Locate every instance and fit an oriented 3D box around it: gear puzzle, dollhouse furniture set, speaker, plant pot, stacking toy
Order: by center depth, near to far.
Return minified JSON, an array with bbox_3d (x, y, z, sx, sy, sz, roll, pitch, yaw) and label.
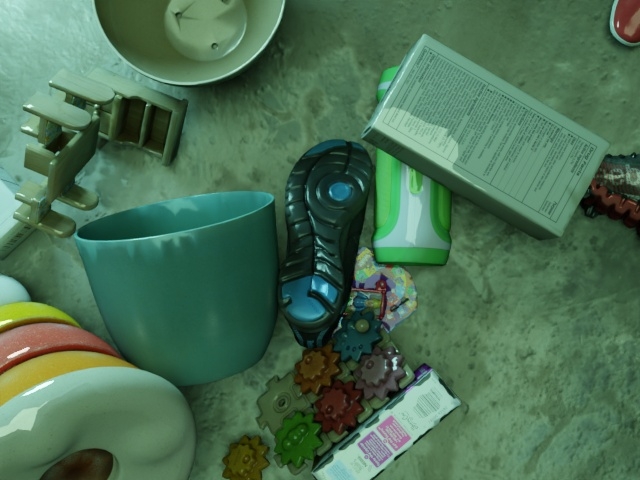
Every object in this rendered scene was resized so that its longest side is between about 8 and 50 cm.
[{"bbox_3d":[-0.422,0.210,1.572,0.350,0.350,0.480,-44,46,-1],"label":"stacking toy"},{"bbox_3d":[-0.191,0.074,1.607,0.293,0.293,0.235,-9,102,1],"label":"plant pot"},{"bbox_3d":[-0.324,-0.139,1.634,0.161,0.242,0.212,23,130,4],"label":"dollhouse furniture set"},{"bbox_3d":[-0.028,0.244,1.647,0.339,0.044,0.175,-41,46,9],"label":"gear puzzle"},{"bbox_3d":[-0.187,-0.359,1.671,0.284,0.191,0.284,0,87,2],"label":"plant pot"},{"bbox_3d":[0.143,-0.111,1.677,0.131,0.131,0.296,2,86,2],"label":"speaker"}]

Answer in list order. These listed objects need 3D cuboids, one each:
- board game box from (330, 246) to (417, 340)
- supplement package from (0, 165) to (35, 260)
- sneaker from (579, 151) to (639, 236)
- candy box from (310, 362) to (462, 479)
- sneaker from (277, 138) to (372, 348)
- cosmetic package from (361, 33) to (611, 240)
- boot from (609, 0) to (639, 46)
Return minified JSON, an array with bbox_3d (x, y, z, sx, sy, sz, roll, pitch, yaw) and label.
[{"bbox_3d":[0.067,0.092,1.714,0.169,0.033,0.133,-39,86,-1],"label":"board game box"},{"bbox_3d":[-0.532,-0.069,1.707,0.105,0.105,0.179,-44,86,0],"label":"supplement package"},{"bbox_3d":[0.464,-0.091,1.683,0.276,0.097,0.135,28,81,7],"label":"sneaker"},{"bbox_3d":[0.095,0.285,1.639,0.233,0.159,0.071,-41,87,-2],"label":"candy box"},{"bbox_3d":[0.000,0.000,1.668,0.125,0.139,0.340,10,60,8],"label":"sneaker"},{"bbox_3d":[0.232,-0.143,1.569,0.309,0.113,0.160,31,84,-5],"label":"cosmetic package"},{"bbox_3d":[0.534,-0.413,1.660,0.088,0.176,0.244,34,89,2],"label":"boot"}]
